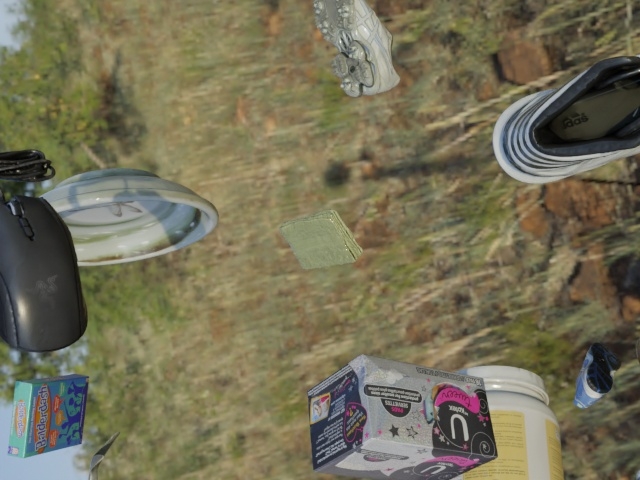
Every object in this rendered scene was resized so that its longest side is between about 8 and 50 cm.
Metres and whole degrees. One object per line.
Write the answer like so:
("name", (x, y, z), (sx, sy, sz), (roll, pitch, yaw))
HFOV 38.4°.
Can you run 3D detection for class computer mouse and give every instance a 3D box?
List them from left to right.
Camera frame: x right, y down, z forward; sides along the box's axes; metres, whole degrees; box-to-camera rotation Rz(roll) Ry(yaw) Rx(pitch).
("computer mouse", (-0.333, -0.006, 0.905), (0.060, 0.184, 0.262), (-61, 41, 44))

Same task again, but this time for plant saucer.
("plant saucer", (-0.398, -0.054, 1.750), (0.400, 0.400, 0.101), (116, 144, -70))

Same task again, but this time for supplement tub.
("supplement tub", (0.317, 0.418, 1.657), (0.241, 0.241, 0.331), (98, 177, -56))

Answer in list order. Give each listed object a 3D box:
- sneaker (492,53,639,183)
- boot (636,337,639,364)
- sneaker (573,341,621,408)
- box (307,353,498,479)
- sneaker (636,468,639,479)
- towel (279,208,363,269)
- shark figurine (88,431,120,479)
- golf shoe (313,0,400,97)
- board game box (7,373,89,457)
("sneaker", (0.463, -0.185, 1.196), (0.257, 0.447, 0.169), (-113, 1, -86))
("boot", (0.636, 0.240, 1.425), (0.095, 0.203, 0.262), (105, 145, -64))
("sneaker", (0.597, 0.292, 2.007), (0.080, 0.211, 0.081), (37, 123, 13))
("box", (0.128, 0.288, 1.438), (0.163, 0.247, 0.142), (-41, 45, 44))
("sneaker", (0.702, 0.458, 1.859), (0.085, 0.237, 0.086), (-18, 72, 39))
("towel", (0.000, 0.000, 1.656), (0.148, 0.027, 0.110), (-15, 113, 42))
("shark figurine", (-0.334, 0.488, 1.584), (0.278, 0.166, 0.116), (53, -157, 17))
("golf shoe", (0.047, -0.262, 1.143), (0.069, 0.086, 0.176), (-21, 80, 48))
("board game box", (-0.598, 0.384, 2.034), (0.210, 0.047, 0.160), (8, -92, -69))
